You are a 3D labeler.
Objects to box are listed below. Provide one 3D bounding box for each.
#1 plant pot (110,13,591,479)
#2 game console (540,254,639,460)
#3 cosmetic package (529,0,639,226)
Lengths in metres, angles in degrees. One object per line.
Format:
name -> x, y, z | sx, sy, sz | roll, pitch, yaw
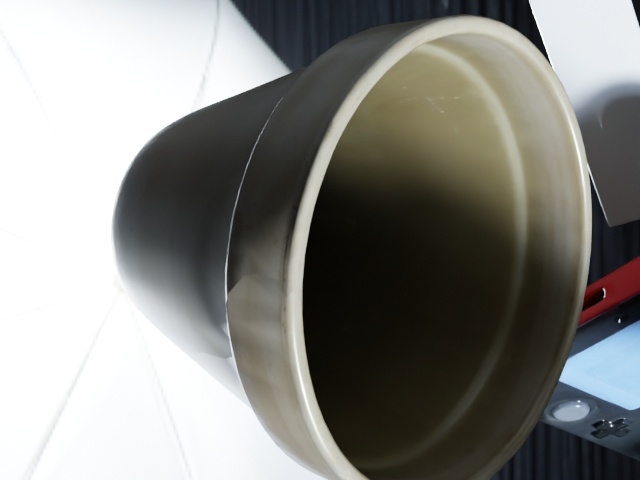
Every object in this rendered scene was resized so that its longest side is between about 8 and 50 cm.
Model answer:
plant pot -> 0.000, 0.000, 0.717 | 0.280, 0.323, 0.323 | 10, -172, 44
game console -> 0.403, 0.117, 0.975 | 0.342, 0.060, 0.386 | 28, 134, -26
cosmetic package -> 0.287, -0.246, 1.028 | 0.098, 0.377, 0.284 | -18, -157, 18
